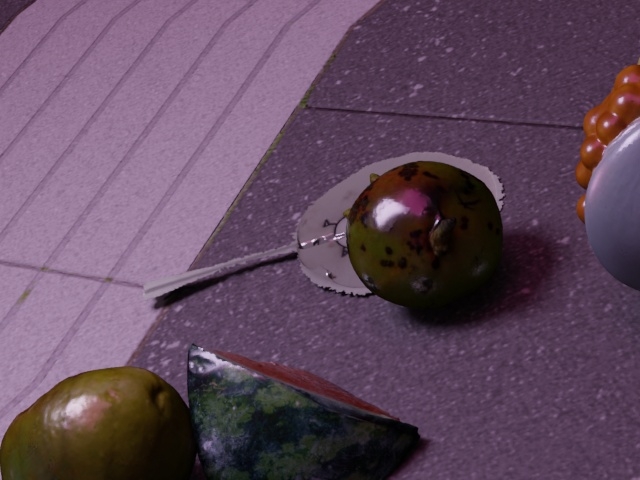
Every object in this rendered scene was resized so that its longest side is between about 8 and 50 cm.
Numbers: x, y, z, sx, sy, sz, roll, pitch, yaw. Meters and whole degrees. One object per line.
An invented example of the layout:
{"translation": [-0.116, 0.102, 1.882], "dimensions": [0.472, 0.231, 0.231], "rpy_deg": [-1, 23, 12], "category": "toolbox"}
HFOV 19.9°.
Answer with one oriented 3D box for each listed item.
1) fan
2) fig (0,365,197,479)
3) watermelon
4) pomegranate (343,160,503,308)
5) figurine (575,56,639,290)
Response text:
{"translation": [0.000, 0.001, 1.984], "dimensions": [0.415, 0.012, 0.233], "rpy_deg": [-15, 35, 12], "category": "fan"}
{"translation": [-0.205, 0.212, 1.684], "dimensions": [0.181, 0.181, 0.191], "rpy_deg": [-2, 73, 31], "category": "fig"}
{"translation": [-0.014, 0.151, 1.697], "dimensions": [0.207, 0.136, 0.202], "rpy_deg": [-6, 41, 3], "category": "watermelon"}
{"translation": [0.092, -0.020, 1.828], "dimensions": [0.156, 0.156, 0.220], "rpy_deg": [-29, 35, -6], "category": "pomegranate"}
{"translation": [0.378, -0.115, 1.708], "dimensions": [0.205, 0.224, 0.382], "rpy_deg": [2, 41, 30], "category": "figurine"}
